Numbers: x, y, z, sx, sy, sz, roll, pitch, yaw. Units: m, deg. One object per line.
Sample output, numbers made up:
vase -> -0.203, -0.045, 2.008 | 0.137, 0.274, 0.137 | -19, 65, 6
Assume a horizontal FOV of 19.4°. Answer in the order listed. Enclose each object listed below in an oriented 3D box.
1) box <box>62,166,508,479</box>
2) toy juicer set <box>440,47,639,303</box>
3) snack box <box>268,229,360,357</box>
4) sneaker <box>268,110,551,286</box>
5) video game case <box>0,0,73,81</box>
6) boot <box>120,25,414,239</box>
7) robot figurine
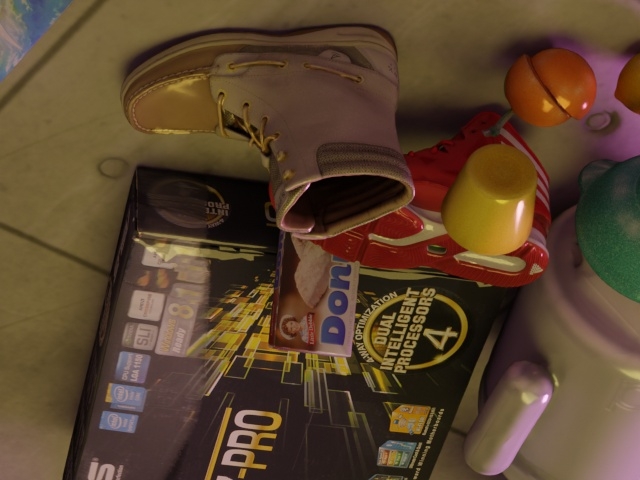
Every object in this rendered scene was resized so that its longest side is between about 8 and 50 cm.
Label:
box -> -0.043, 0.127, 1.636 | 0.318, 0.097, 0.395 | 9, 130, -12
toy juicer set -> 0.269, -0.038, 1.404 | 0.329, 0.209, 0.089 | 19, 146, 4
snack box -> 0.000, 0.000, 1.471 | 0.064, 0.178, 0.022 | 8, 170, -15
sneaker -> 0.074, -0.046, 1.463 | 0.221, 0.128, 0.087 | 18, 141, -6
video game case -> -0.311, -0.202, 1.284 | 0.269, 0.061, 0.244 | 25, 133, -30
boot -> -0.042, -0.074, 1.374 | 0.213, 0.165, 0.077 | -7, 139, 2
robot figurine -> 0.249, 0.102, 1.581 | 0.300, 0.200, 0.353 | -20, 147, -27
